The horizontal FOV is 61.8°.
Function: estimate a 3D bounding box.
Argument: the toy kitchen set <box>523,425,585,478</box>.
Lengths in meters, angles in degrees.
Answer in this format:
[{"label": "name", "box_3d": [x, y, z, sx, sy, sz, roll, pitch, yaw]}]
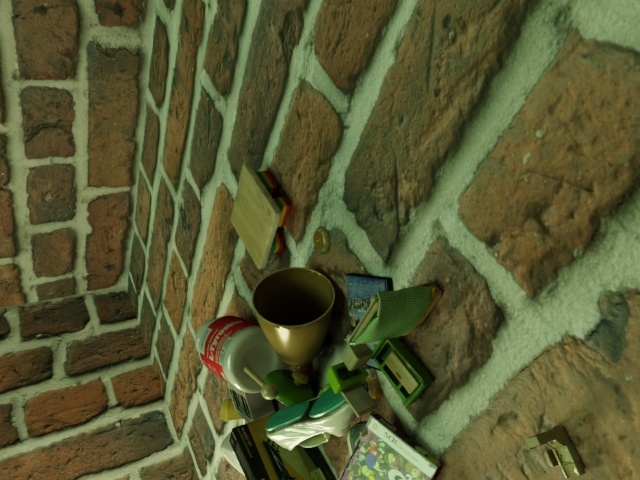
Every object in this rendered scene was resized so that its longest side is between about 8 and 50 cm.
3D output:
[{"label": "toy kitchen set", "box_3d": [0.410, 0.392, 0.964, 0.068, 0.075, 0.083, -53, 50, 51]}]

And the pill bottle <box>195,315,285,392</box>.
[{"label": "pill bottle", "box_3d": [-0.315, 0.404, 1.987, 0.408, 0.229, 0.229, 3, 101, 57]}]

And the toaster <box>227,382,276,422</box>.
[{"label": "toaster", "box_3d": [-0.259, 0.596, 2.038, 0.168, 0.110, 0.185, 5, 113, 56]}]

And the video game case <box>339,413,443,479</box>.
[{"label": "video game case", "box_3d": [0.164, 0.589, 1.326, 0.210, 0.042, 0.232, 30, 99, 37]}]

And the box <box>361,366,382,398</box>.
[{"label": "box", "box_3d": [0.113, 0.396, 1.489, 0.136, 0.028, 0.081, -24, 78, 56]}]

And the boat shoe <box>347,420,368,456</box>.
[{"label": "boat shoe", "box_3d": [0.160, 0.629, 1.394, 0.099, 0.116, 0.319, -58, 45, 52]}]

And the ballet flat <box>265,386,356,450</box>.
[{"label": "ballet flat", "box_3d": [0.006, 0.506, 1.514, 0.400, 0.139, 0.139, -35, 67, 37]}]

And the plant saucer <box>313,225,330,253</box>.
[{"label": "plant saucer", "box_3d": [0.000, 0.000, 1.579, 0.083, 0.015, 0.083, 22, 116, 54]}]

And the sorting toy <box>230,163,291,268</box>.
[{"label": "sorting toy", "box_3d": [-0.195, -0.084, 1.800, 0.257, 0.089, 0.255, 55, 140, 35]}]

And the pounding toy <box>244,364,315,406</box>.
[{"label": "pounding toy", "box_3d": [-0.097, 0.437, 1.698, 0.110, 0.237, 0.183, -60, 36, 6]}]

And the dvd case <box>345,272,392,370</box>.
[{"label": "dvd case", "box_3d": [0.136, 0.216, 1.411, 0.180, 0.022, 0.252, 2, 99, 57]}]

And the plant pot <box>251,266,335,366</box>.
[{"label": "plant pot", "box_3d": [-0.070, 0.250, 1.594, 0.237, 0.237, 0.254, 46, 151, 43]}]

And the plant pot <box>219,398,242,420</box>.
[{"label": "plant pot", "box_3d": [-0.390, 0.738, 2.343, 0.081, 0.081, 0.083, -16, 73, 58]}]

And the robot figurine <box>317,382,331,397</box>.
[{"label": "robot figurine", "box_3d": [0.040, 0.473, 1.587, 0.101, 0.067, 0.115, 8, 104, 31]}]

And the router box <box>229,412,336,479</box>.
[{"label": "router box", "box_3d": [-0.127, 0.725, 1.757, 0.309, 0.243, 0.081, 51, 138, 38]}]

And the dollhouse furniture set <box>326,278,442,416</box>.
[{"label": "dollhouse furniture set", "box_3d": [0.169, 0.248, 1.188, 0.151, 0.198, 0.301, 52, 134, 31]}]

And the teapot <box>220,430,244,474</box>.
[{"label": "teapot", "box_3d": [-0.239, 0.781, 2.019, 0.256, 0.187, 0.252, 9, 136, 40]}]
